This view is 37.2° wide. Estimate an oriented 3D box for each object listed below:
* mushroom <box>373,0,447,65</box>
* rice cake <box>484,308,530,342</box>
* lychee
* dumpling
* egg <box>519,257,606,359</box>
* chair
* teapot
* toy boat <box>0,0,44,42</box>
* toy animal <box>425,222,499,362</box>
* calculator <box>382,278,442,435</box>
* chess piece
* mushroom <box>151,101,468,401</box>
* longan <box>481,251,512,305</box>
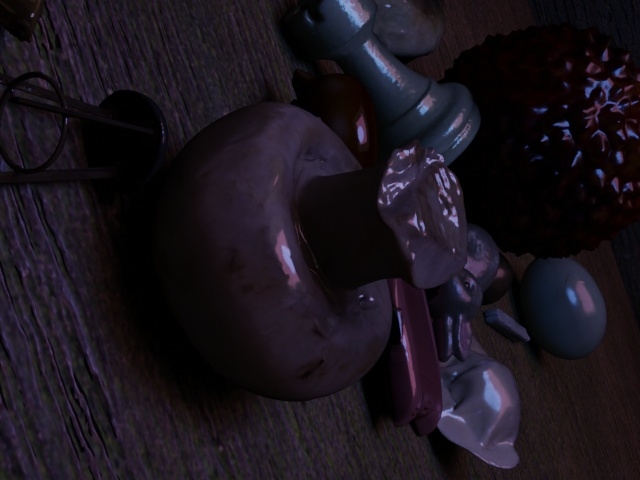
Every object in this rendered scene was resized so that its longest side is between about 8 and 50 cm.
[{"bbox_3d":[0.124,-0.422,1.628,0.344,0.130,0.247,13,67,-62],"label":"mushroom"},{"bbox_3d":[0.361,0.166,1.834,0.171,0.033,0.029,34,46,-52],"label":"rice cake"},{"bbox_3d":[0.379,-0.168,1.677,0.424,0.500,0.425,4,79,-20],"label":"lychee"},{"bbox_3d":[0.225,0.235,1.441,0.166,0.126,0.216,20,66,-26],"label":"dumpling"},{"bbox_3d":[0.504,0.137,1.981,0.168,0.168,0.231,-26,96,-64],"label":"egg"},{"bbox_3d":[-0.206,-0.092,0.789,0.221,0.095,0.104,4,82,-64],"label":"chair"},{"bbox_3d":[-0.001,-0.100,1.187,0.178,0.135,0.252,101,-12,-70],"label":"teapot"},{"bbox_3d":[-0.287,-0.232,0.740,0.200,0.077,0.057,47,48,-47],"label":"toy boat"},{"bbox_3d":[0.210,0.072,1.466,0.125,0.127,0.251,50,28,-29],"label":"toy animal"},{"bbox_3d":[0.119,0.101,1.334,0.220,0.048,0.330,37,43,-65],"label":"calculator"},{"bbox_3d":[0.082,-0.240,1.387,0.299,0.194,0.194,50,32,-22],"label":"chess piece"},{"bbox_3d":[0.000,0.000,0.917,0.297,0.290,0.297,41,41,-48],"label":"mushroom"},{"bbox_3d":[0.289,0.067,1.685,0.119,0.106,0.106,103,-8,-53],"label":"longan"}]
